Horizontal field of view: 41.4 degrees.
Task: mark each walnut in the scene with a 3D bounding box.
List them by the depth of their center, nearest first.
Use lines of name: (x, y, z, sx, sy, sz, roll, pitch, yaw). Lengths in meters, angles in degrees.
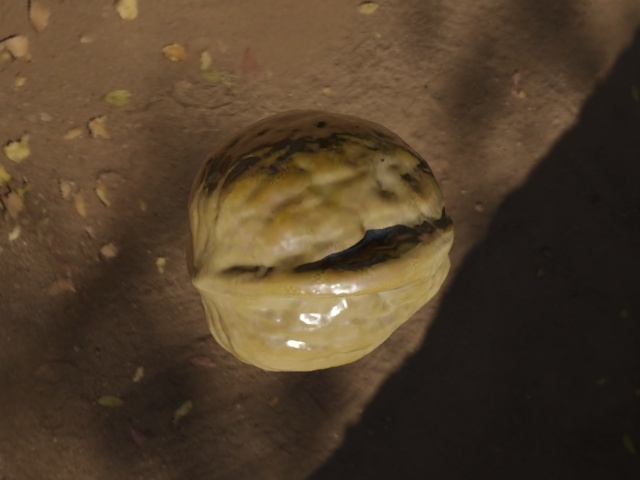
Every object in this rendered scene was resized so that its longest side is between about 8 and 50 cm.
walnut: (0.000, 0.000, 0.502, 0.166, 0.149, 0.167, -12, 111, -34)
